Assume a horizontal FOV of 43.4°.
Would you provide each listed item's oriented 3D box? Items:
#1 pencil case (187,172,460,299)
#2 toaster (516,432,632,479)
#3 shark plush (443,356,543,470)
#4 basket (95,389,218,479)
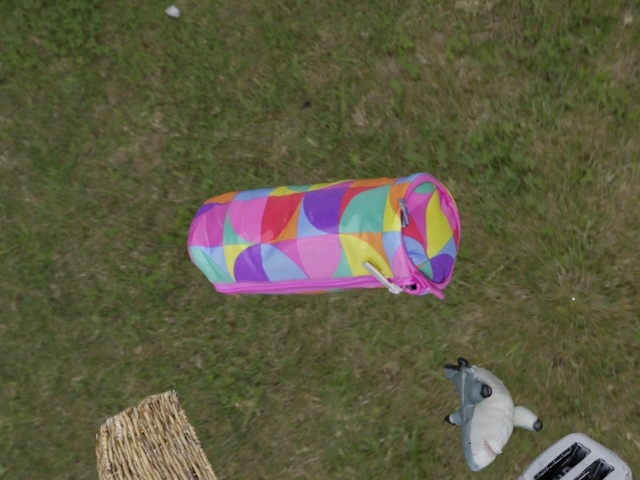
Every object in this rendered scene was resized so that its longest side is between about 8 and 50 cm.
[{"bbox_3d":[0.000,0.000,0.676,0.236,0.104,0.104,-3,85,37],"label":"pencil case"},{"bbox_3d":[0.357,0.389,1.182,0.129,0.227,0.146,35,137,40],"label":"toaster"},{"bbox_3d":[0.138,0.152,0.771,0.073,0.161,0.067,32,99,-27],"label":"shark plush"},{"bbox_3d":[-0.368,0.511,1.751,0.213,0.223,0.299,-23,79,-28],"label":"basket"}]
